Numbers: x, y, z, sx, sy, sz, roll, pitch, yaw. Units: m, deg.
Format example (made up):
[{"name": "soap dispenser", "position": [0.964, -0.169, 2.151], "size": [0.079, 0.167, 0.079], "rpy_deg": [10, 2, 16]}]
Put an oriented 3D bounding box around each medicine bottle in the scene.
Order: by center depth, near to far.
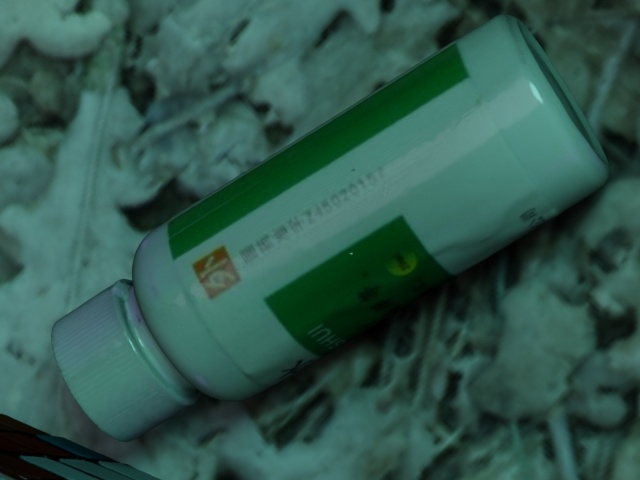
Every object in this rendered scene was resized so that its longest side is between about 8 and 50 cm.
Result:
[{"name": "medicine bottle", "position": [0.000, 0.000, 0.890], "size": [0.260, 0.095, 0.095], "rpy_deg": [-30, 71, 12]}]

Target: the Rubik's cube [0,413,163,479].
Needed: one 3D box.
[{"name": "Rubik's cube", "position": [-0.148, 0.169, 0.884], "size": [0.155, 0.151, 0.154], "rpy_deg": [19, 88, 22]}]
